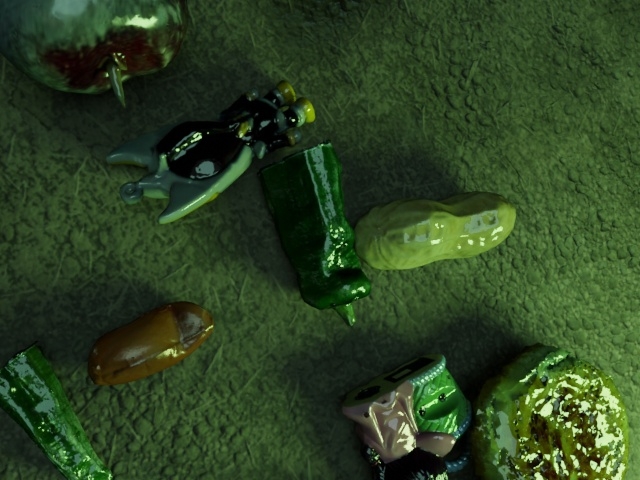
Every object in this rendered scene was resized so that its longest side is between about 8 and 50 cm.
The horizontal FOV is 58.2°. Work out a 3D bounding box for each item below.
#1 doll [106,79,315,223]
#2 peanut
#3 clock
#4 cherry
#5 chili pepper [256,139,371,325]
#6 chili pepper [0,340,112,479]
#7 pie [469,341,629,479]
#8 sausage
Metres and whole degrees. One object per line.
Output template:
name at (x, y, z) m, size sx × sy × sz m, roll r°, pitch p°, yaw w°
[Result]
doll at (-0.154, -0.141, 0.846) m, size 0.316 × 0.103 × 0.145 m, roll -36°, pitch 89°, yaw -21°
peanut at (0.185, -0.023, 0.909) m, size 0.274 × 0.125 × 0.111 m, roll -11°, pitch 68°, yaw -15°
clock at (0.148, 0.297, 0.880) m, size 0.194 × 0.100 × 0.195 m, roll -22°, pitch 91°, yaw -17°
cherry at (-0.311, -0.318, 0.769) m, size 0.255 × 0.218 × 0.296 m, roll -23°, pitch 79°, yaw -16°
chili pepper at (0.000, 0.000, 0.865) m, size 0.136 × 0.099 × 0.270 m, roll -19°, pitch 94°, yaw 18°
chili pepper at (-0.353, 0.251, 0.781) m, size 0.088 × 0.059 × 0.227 m, roll -39°, pitch 98°, yaw -27°
pie at (0.375, 0.335, 0.908) m, size 0.354 × 0.103 × 0.288 m, roll 40°, pitch 65°, yaw -20°
sausage at (-0.239, 0.144, 0.811) m, size 0.179 × 0.089 × 0.089 m, roll -22°, pitch 90°, yaw -19°
